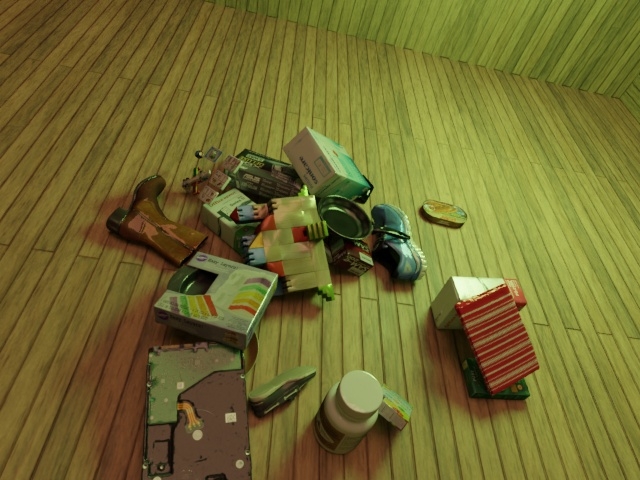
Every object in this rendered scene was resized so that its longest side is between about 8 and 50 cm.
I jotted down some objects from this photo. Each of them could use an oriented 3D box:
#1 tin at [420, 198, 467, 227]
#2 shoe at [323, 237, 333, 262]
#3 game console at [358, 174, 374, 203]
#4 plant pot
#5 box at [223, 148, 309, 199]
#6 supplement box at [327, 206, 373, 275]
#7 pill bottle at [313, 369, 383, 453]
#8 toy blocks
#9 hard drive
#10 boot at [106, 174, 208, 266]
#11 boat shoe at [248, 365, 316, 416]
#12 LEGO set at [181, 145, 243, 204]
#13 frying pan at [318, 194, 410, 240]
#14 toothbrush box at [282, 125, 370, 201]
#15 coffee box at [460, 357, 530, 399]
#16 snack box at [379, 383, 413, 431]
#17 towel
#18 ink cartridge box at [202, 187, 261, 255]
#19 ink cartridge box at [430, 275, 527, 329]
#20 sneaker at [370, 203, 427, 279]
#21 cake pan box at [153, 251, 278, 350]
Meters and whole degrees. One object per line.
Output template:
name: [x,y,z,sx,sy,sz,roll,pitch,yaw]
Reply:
tin: [0.497,-0.108,1.850,0.189,0.040,0.106,14,42,-3]
shoe: [0.000,0.000,1.577,0.178,0.064,0.081,39,55,25]
game console: [0.144,-0.207,1.850,0.107,0.071,0.122,46,45,-15]
plant pot: [-0.287,0.294,1.243,0.236,0.032,0.236,8,47,-9]
box: [-0.175,-0.228,1.674,0.307,0.077,0.242,19,25,0]
supplement box: [0.092,-0.007,1.573,0.130,0.073,0.240,25,39,-36]
pill bottle: [0.067,0.412,1.104,0.131,0.229,0.131,9,46,-9]
toy blocks: [-0.127,0.022,1.408,0.260,0.190,0.382,-8,81,-23]
hard drive: [-0.291,0.411,1.083,0.236,0.064,0.339,-1,58,-16]
boot: [-0.490,-0.073,1.475,0.280,0.096,0.264,25,46,5]
boat shoe: [-0.094,0.393,1.206,0.206,0.075,0.065,-18,99,-36]
LEGO set: [-0.379,-0.225,1.570,0.244,0.060,0.183,31,83,38]
frying pan: [0.132,-0.070,1.541,0.326,0.053,0.197,2,49,-32]
toothbrush box: [0.027,-0.261,1.663,0.295,0.126,0.216,7,48,-60]
coffee box: [0.521,0.415,1.371,0.184,0.040,0.113,6,49,-13]
snack box: [0.187,0.433,1.198,0.100,0.037,0.141,37,5,16]
towel: [0.517,0.282,1.340,0.198,0.031,0.275,-20,87,-19]
ink cartridge box: [-0.274,-0.065,1.538,0.208,0.087,0.153,37,48,18]
ink cartridge box: [0.499,0.204,1.467,0.237,0.172,0.100,4,48,-13]
sneaker: [0.245,-0.003,1.612,0.147,0.130,0.330,-4,50,-23]
cake pan box: [-0.277,0.152,1.239,0.266,0.070,0.246,16,36,9]
